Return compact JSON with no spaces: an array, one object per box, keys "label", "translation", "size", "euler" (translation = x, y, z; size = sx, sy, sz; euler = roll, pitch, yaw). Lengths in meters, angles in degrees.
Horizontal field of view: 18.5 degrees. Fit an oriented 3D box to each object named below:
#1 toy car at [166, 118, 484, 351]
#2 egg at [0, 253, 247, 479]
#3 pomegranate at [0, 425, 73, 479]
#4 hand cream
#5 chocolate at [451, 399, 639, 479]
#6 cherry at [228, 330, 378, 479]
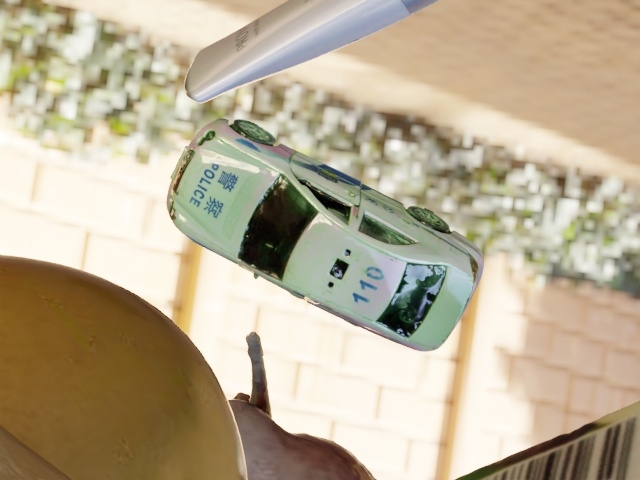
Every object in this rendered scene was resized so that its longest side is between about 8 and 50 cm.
[{"label":"toy car","translation":[0.000,0.000,1.347],"size":[0.224,0.090,0.076],"euler":[26,-161,-4]},{"label":"egg","translation":[-0.171,0.143,0.733],"size":[0.250,0.322,0.250],"euler":[50,170,12]},{"label":"pomegranate","translation":[-0.146,0.182,0.441],"size":[0.332,0.333,0.332],"euler":[8,172,1]},{"label":"hand cream","translation":[0.020,-0.161,1.346],"size":[0.255,0.048,0.079],"euler":[-24,-161,9]},{"label":"chocolate","translation":[0.238,0.256,1.425],"size":[0.301,0.137,0.288],"euler":[-27,127,37]},{"label":"cherry","translation":[-0.112,0.283,1.737],"size":[0.326,0.335,0.291],"euler":[45,167,10]}]
